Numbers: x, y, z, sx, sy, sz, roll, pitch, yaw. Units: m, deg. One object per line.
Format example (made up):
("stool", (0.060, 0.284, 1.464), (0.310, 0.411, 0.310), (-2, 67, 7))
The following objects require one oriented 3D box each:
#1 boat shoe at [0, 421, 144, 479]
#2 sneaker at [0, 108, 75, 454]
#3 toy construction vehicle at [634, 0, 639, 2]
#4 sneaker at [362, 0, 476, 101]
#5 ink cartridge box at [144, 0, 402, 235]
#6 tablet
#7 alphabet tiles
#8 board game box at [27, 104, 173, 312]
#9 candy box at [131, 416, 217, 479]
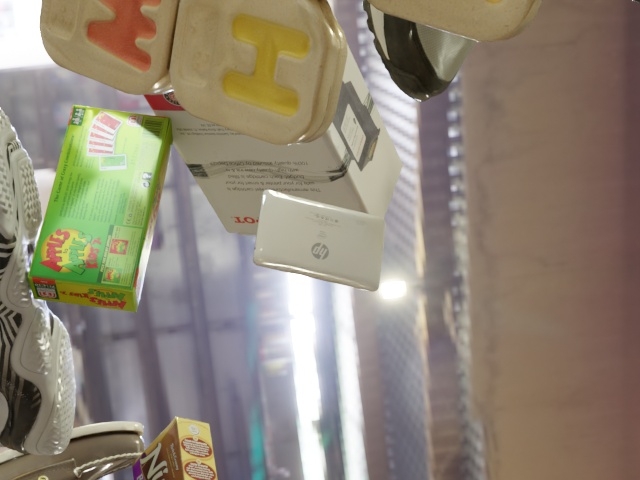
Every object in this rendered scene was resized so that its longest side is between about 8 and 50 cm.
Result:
("boat shoe", (-0.351, 0.295, 1.533), (0.097, 0.324, 0.116), (66, -33, 21))
("sneaker", (-0.353, 0.048, 1.168), (0.137, 0.210, 0.366), (-96, 180, -61))
("toy construction vehicle", (0.127, -0.140, 0.583), (0.086, 0.098, 0.035), (21, 90, -75))
("sneaker", (0.111, -0.209, 0.805), (0.100, 0.108, 0.271), (41, 70, -48))
("ink cartridge box", (-0.045, -0.113, 1.221), (0.237, 0.172, 0.100), (61, 41, -44))
("tablet", (0.000, 0.000, 0.823), (0.006, 0.083, 0.054), (124, -23, -60))
("alphabet tiles", (-0.032, -0.184, 0.464), (0.021, 0.278, 0.284), (-17, 125, -55))
("board game box", (-0.193, -0.030, 1.157), (0.043, 0.092, 0.181), (95, 2, -61))
("candy box", (-0.165, 0.313, 1.508), (0.109, 0.053, 0.187), (-47, -139, 33))
